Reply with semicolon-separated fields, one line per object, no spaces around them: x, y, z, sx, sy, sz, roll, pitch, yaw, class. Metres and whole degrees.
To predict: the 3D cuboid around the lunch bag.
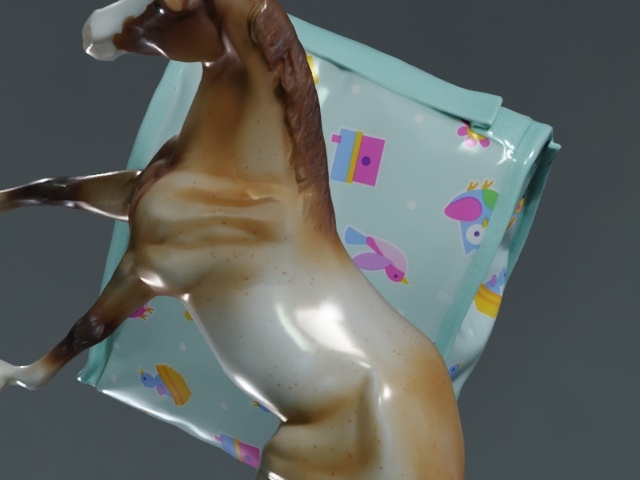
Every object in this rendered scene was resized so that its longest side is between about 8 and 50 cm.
0.000;0.000;1.132;0.160;0.223;0.262;-45;-23;-57;lunch bag

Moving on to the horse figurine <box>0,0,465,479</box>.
-0.025;0.045;0.650;0.174;0.263;0.066;-29;5;27;horse figurine
